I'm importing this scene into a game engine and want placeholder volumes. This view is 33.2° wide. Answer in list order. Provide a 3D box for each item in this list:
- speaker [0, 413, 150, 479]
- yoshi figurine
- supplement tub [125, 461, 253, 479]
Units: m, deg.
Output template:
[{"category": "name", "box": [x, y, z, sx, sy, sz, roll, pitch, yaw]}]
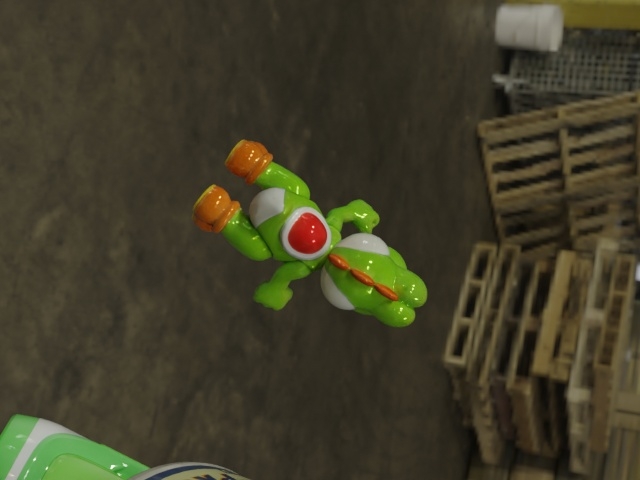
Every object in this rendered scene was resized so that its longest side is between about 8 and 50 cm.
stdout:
[{"category": "speaker", "box": [-0.193, 0.284, 1.053, 0.131, 0.296, 0.131, -59, -172, 13]}, {"category": "yoshi figurine", "box": [-0.004, 0.011, 1.628, 0.203, 0.362, 0.204, -48, 170, -51]}, {"category": "supplement tub", "box": [-0.040, 0.314, 0.806, 0.235, 0.324, 0.236, -4, 97, -40]}]
